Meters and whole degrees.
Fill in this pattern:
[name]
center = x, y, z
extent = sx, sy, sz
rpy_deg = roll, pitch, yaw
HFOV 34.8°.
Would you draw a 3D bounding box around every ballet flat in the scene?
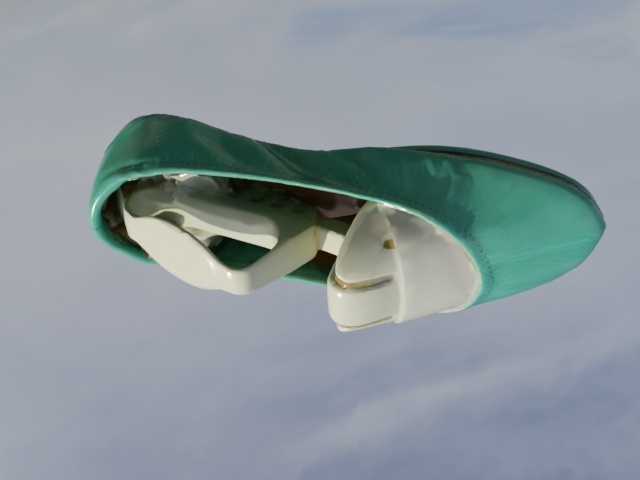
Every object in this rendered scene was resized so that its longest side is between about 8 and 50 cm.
[ballet flat]
center = 0.000, 0.000, 0.471
extent = 0.247, 0.083, 0.087
rpy_deg = 11, -131, 20
